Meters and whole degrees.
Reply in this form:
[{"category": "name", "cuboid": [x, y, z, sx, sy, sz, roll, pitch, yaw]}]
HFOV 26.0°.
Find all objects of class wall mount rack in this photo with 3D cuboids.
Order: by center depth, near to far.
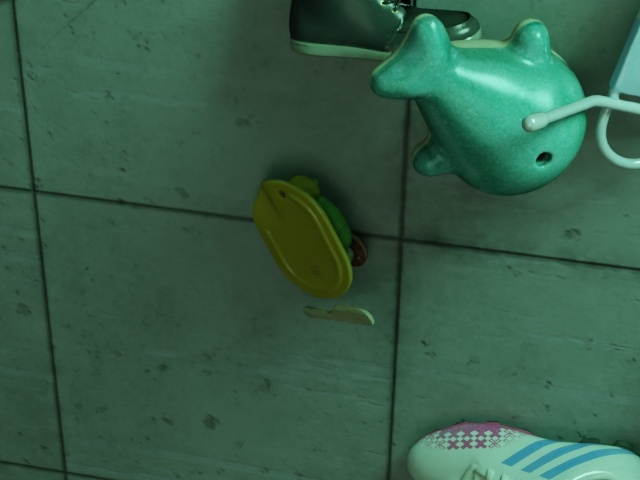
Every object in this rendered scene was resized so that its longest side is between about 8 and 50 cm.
[{"category": "wall mount rack", "cuboid": [0.360, -0.211, 1.439, 0.304, 0.130, 0.350, 8, 118, -19]}]

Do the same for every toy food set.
[{"category": "toy food set", "cuboid": [0.000, 0.000, 1.768, 0.128, 0.071, 0.218, -3, 122, 45]}]

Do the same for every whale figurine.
[{"category": "whale figurine", "cuboid": [0.182, -0.144, 1.520, 0.272, 0.141, 0.216, 25, 114, -41]}]

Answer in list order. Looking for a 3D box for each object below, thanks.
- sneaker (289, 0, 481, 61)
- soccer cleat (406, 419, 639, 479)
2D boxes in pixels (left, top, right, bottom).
[{"category": "sneaker", "cuboid": [0.069, -0.269, 1.564, 0.222, 0.083, 0.118, 1, 117, 10]}, {"category": "soccer cleat", "cuboid": [0.270, 0.322, 1.846, 0.331, 0.143, 0.116, 1, 122, 15]}]
